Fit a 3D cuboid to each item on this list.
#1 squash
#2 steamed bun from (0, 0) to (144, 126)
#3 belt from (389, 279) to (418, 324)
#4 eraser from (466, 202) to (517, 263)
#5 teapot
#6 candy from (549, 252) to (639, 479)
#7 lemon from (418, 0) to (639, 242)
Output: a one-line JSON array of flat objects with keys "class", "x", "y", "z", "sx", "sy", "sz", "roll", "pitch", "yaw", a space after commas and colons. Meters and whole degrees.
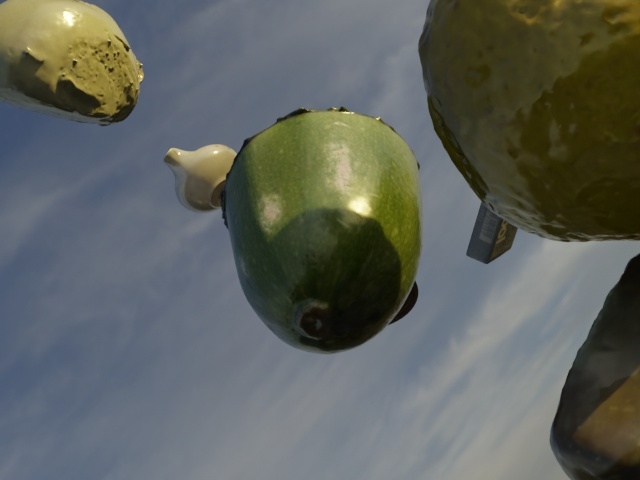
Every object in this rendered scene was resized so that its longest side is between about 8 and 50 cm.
[{"class": "squash", "x": 0.029, "y": 0.014, "z": 1.157, "sx": 0.311, "sy": 0.308, "sz": 0.310, "roll": -6, "pitch": -58, "yaw": -10}, {"class": "steamed bun", "x": -0.206, "y": -0.143, "z": 0.662, "sx": 0.130, "sy": 0.113, "sz": 0.090, "roll": 9, "pitch": -88, "yaw": -57}, {"class": "belt", "x": 0.046, "y": 0.080, "z": 1.581, "sx": 0.262, "sy": 0.105, "sz": 0.184, "roll": -4, "pitch": -57, "yaw": -4}, {"class": "eraser", "x": 0.306, "y": -0.068, "z": 1.416, "sx": 0.092, "sy": 0.046, "sz": 0.212, "roll": -27, "pitch": -43, "yaw": -46}, {"class": "teapot", "x": -0.207, "y": -0.113, "z": 1.652, "sx": 0.145, "sy": 0.092, "sz": 0.226, "roll": -50, "pitch": -30, "yaw": 6}, {"class": "candy", "x": 0.292, "y": 0.121, "z": 0.772, "sx": 0.234, "sy": 0.102, "sz": 0.104, "roll": -53, "pitch": -40, "yaw": -20}, {"class": "lemon", "x": 0.278, "y": -0.171, "z": 0.796, "sx": 0.387, "sy": 0.349, "sz": 0.350, "roll": -16, "pitch": -6, "yaw": 33}]
